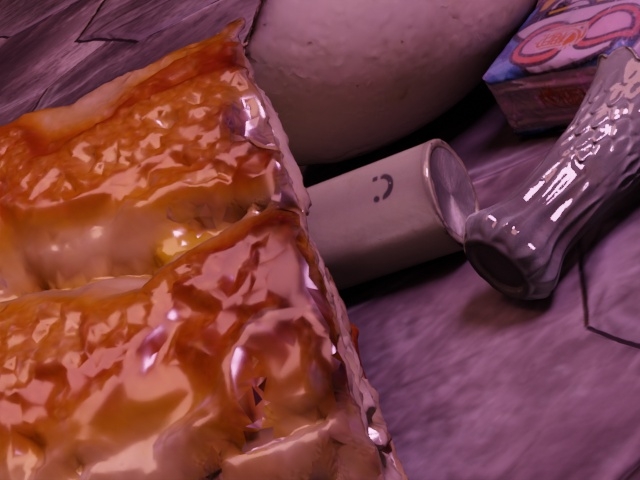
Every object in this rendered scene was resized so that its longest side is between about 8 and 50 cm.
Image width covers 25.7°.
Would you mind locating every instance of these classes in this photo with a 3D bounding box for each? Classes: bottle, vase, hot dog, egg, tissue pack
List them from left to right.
[{"bbox_3d":[-0.156,0.089,0.755,0.365,0.196,0.367,-21,44,3],"label":"hot dog"},{"bbox_3d":[0.000,0.000,0.912,0.201,0.072,0.072,-20,28,27],"label":"bottle"},{"bbox_3d":[0.057,-0.161,1.018,0.286,0.174,0.264,-67,-9,19],"label":"egg"},{"bbox_3d":[0.146,-0.034,0.799,0.148,0.081,0.081,-45,27,-17],"label":"vase"},{"bbox_3d":[0.197,-0.142,0.944,0.115,0.065,0.155,-6,36,49],"label":"tissue pack"}]
